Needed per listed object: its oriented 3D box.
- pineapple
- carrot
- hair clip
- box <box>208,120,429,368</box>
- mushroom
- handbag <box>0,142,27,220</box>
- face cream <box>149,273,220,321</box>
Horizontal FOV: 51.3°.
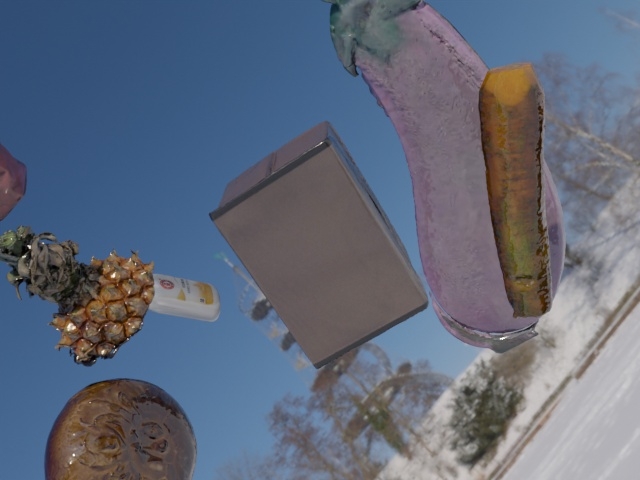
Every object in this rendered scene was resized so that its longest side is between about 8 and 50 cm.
[{"bbox_3d":[-0.495,0.069,1.288,0.262,0.262,0.272,-48,-53,-5],"label":"pineapple"},{"bbox_3d":[0.132,-0.028,0.437,0.042,0.042,0.171,-26,-68,-41],"label":"carrot"},{"bbox_3d":[0.111,-0.064,0.549,0.110,0.359,0.095,-27,10,-9],"label":"hair clip"},{"bbox_3d":[0.000,0.000,0.883,0.188,0.252,0.153,-31,19,13],"label":"box"},{"bbox_3d":[-0.313,0.361,1.093,0.163,0.297,0.278,-21,-55,18],"label":"mushroom"},{"bbox_3d":[-0.516,-0.055,0.894,0.225,0.146,0.135,-40,-54,8],"label":"handbag"},{"bbox_3d":[-0.419,0.147,1.815,0.291,0.144,0.071,14,-61,-24],"label":"face cream"}]
